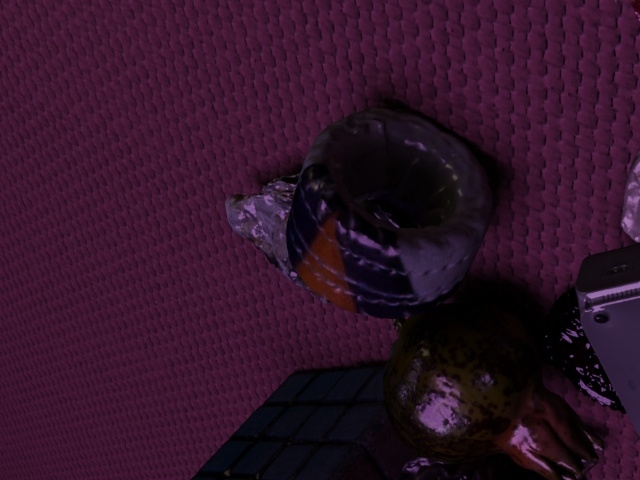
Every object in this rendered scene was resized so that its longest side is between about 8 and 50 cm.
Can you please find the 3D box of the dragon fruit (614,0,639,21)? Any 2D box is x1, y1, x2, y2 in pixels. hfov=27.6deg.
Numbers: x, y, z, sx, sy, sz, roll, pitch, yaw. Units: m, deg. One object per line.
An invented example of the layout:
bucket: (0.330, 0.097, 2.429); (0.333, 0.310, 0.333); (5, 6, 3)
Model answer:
dragon fruit: (0.327, -0.271, 1.043); (0.205, 0.152, 0.317); (35, 154, 36)

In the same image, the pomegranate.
pomegranate: (0.210, 0.178, 1.593); (0.276, 0.222, 0.204); (6, 97, 25)

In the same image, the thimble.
thimble: (0.076, -0.036, 1.492); (0.237, 0.237, 0.150); (34, 141, 14)

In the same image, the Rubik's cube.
Rubik's cube: (0.040, 0.414, 1.901); (0.337, 0.344, 0.344); (-12, 117, 50)

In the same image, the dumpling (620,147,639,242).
dumpling: (0.375, -0.066, 1.245); (0.176, 0.092, 0.150); (-16, 93, 47)

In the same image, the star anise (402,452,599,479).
star anise: (0.234, 0.303, 1.715); (0.212, 0.282, 0.129); (-160, 71, -63)

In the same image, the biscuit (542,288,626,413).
biscuit: (0.349, 0.131, 1.528); (0.194, 0.053, 0.194); (27, 144, 22)

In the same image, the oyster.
oyster: (0.000, 0.000, 1.700); (0.267, 0.112, 0.198); (-6, 123, 53)

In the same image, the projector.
projector: (0.404, 0.112, 1.352); (0.198, 0.108, 0.250); (-15, 117, 31)
